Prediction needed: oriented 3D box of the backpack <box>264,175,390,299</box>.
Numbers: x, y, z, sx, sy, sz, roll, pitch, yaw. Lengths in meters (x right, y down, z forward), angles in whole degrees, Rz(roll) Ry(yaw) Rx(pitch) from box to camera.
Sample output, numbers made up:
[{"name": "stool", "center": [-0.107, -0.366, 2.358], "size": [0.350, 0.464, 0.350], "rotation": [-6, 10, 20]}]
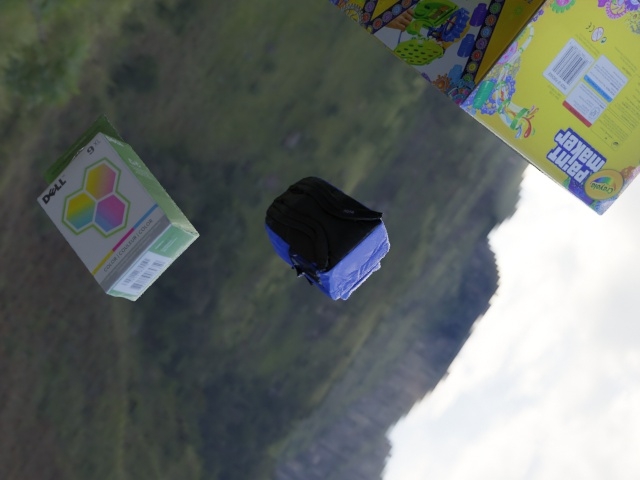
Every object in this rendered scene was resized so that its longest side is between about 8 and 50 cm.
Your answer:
[{"name": "backpack", "center": [0.000, 0.000, 1.503], "size": [0.098, 0.120, 0.101], "rotation": [-40, 148, -22]}]

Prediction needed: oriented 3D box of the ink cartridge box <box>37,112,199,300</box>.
[{"name": "ink cartridge box", "center": [-0.240, -0.045, 1.562], "size": [0.109, 0.209, 0.062], "rotation": [-45, 154, 11]}]

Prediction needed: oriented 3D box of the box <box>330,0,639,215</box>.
[{"name": "box", "center": [0.178, -0.209, 1.365], "size": [0.177, 0.290, 0.279], "rotation": [-51, -131, 9]}]
